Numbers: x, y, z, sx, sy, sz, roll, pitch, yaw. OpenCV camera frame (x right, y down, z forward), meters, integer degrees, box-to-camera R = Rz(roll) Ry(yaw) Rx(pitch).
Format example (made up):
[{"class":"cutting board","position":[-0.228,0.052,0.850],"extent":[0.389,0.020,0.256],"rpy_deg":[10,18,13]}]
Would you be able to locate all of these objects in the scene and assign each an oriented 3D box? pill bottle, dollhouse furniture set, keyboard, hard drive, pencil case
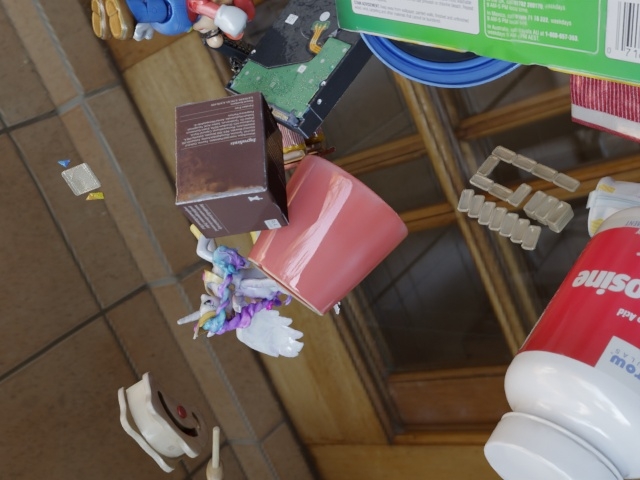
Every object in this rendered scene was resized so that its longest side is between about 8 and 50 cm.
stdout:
[{"class":"pill bottle","position":[0.400,0.167,1.032],"extent":[0.407,0.229,0.229],"rpy_deg":[-51,119,-22]},{"class":"dollhouse furniture set","position":[-0.160,-0.263,1.963],"extent":[0.152,0.374,0.201],"rpy_deg":[-28,101,-46]},{"class":"keyboard","position":[-0.180,-0.478,1.996],"extent":[0.317,0.033,0.201],"rpy_deg":[16,38,-41]},{"class":"hard drive","position":[-0.008,-0.380,1.483],"extent":[0.338,0.237,0.064],"rpy_deg":[-54,140,-5]},{"class":"pencil case","position":[0.577,-0.029,1.226],"extent":[0.124,0.273,0.113],"rpy_deg":[-1,103,-53]}]

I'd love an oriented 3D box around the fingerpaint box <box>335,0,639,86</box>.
[{"class":"fingerpaint box","position":[0.287,-0.305,0.721],"extent":[0.371,0.445,0.163],"rpy_deg":[-30,128,-29]}]

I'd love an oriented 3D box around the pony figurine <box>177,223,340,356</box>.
[{"class":"pony figurine","position":[-0.162,0.110,1.820],"extent":[0.351,0.302,0.363],"rpy_deg":[13,45,-19]}]

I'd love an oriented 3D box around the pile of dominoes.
[{"class":"pile of dominoes","position":[0.445,-0.092,1.717],"extent":[0.196,0.251,0.040],"rpy_deg":[-49,138,-7]}]

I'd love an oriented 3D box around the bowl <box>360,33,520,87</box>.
[{"class":"bowl","position":[0.235,-0.461,1.297],"extent":[0.391,0.391,0.077],"rpy_deg":[54,12,-23]}]

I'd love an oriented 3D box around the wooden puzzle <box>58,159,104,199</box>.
[{"class":"wooden puzzle","position":[-0.559,-0.144,1.777],"extent":[0.014,0.079,0.116],"rpy_deg":[-78,152,-57]}]

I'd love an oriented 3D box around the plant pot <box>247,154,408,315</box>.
[{"class":"plant pot","position":[0.000,0.000,1.532],"extent":[0.275,0.275,0.243],"rpy_deg":[43,81,-32]}]

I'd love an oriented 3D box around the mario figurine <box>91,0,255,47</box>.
[{"class":"mario figurine","position":[-0.266,-0.419,1.477],"extent":[0.321,0.170,0.198],"rpy_deg":[-18,60,-33]}]

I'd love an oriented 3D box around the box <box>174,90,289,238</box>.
[{"class":"box","position":[-0.161,-0.135,1.386],"extent":[0.168,0.167,0.203],"rpy_deg":[64,20,-66]}]

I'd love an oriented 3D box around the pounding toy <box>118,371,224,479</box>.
[{"class":"pounding toy","position":[-0.282,0.377,1.587],"extent":[0.269,0.155,0.154],"rpy_deg":[54,10,-23]}]

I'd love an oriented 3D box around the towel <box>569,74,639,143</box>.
[{"class":"towel","position":[0.490,-0.310,1.198],"extent":[0.037,0.237,0.328],"rpy_deg":[-26,126,-23]}]
